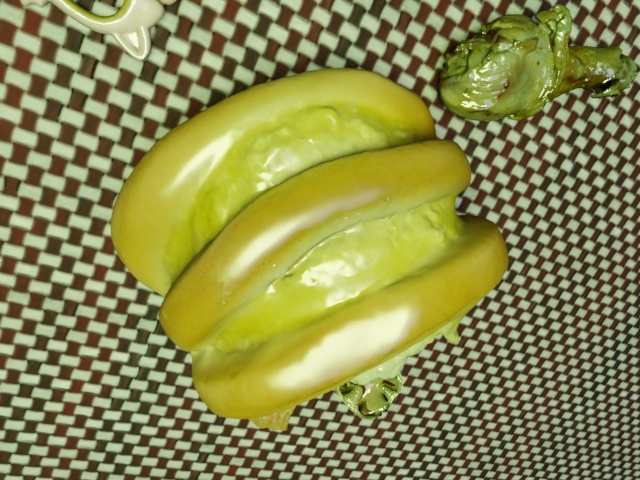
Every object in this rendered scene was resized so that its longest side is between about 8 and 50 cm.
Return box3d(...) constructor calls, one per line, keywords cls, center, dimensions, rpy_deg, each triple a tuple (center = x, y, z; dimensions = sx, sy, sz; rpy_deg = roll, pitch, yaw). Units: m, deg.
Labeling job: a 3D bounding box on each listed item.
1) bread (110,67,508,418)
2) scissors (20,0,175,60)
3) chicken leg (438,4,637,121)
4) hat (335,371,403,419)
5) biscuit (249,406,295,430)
box3d(cls="bread", center=(0.000, 0.000, 0.429), dimensions=(0.315, 0.211, 0.270), rpy_deg=(-24, 103, -11))
box3d(cls="scissors", center=(-0.219, -0.280, 0.348), dimensions=(0.160, 0.024, 0.317), rpy_deg=(-44, 119, 5))
box3d(cls="chicken leg", center=(0.224, -0.177, 0.504), dimensions=(0.227, 0.088, 0.103), rpy_deg=(-10, 103, -10))
box3d(cls="hat", center=(0.058, 0.175, 0.627), dimensions=(0.077, 0.059, 0.076), rpy_deg=(-44, 85, -6))
box3d(cls="biscuit", center=(-0.051, 0.112, 0.574), dimensions=(0.144, 0.033, 0.224), rpy_deg=(18, 103, -21))
